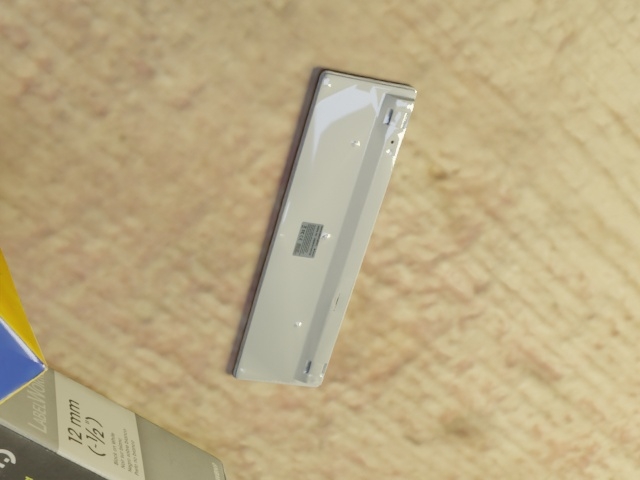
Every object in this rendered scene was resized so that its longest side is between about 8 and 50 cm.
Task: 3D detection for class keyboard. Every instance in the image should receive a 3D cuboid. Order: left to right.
[{"bbox_3d":[0.000,0.000,0.875,0.072,0.014,0.256,11,115,-14],"label":"keyboard"}]

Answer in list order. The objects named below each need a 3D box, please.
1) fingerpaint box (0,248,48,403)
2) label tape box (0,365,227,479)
[{"bbox_3d":[-0.432,0.045,0.595,0.445,0.163,0.371,-35,126,-5],"label":"fingerpaint box"},{"bbox_3d":[-0.270,0.202,0.860,0.348,0.115,0.249,34,106,-29],"label":"label tape box"}]
